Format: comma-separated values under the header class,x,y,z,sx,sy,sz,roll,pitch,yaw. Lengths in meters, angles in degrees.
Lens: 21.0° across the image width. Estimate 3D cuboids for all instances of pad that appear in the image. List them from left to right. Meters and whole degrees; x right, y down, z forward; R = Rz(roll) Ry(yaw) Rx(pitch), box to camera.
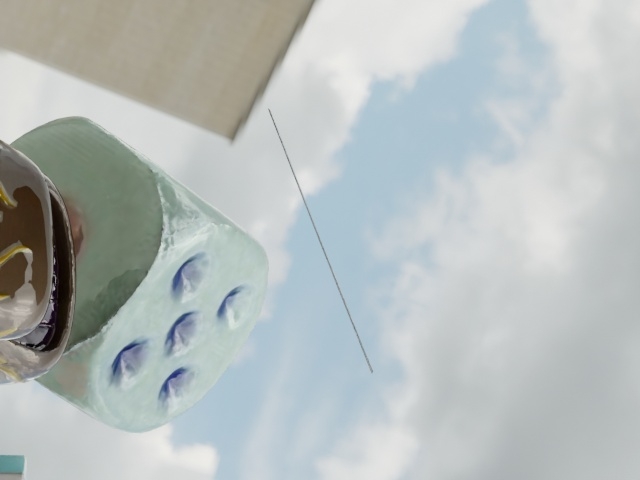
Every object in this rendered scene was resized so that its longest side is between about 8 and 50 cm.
class,x,y,z,sx,sy,sz,roll,pitch,yaw
pad,0.000,0.000,1.508,0.003,0.211,0.143,-22,-148,0

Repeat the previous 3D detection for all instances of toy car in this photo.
class,x,y,z,sx,sy,sz,roll,pitch,yaw
toy car,-0.318,0.015,1.505,0.240,0.340,0.271,-6,-102,26

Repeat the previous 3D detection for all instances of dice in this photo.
class,x,y,z,sx,sy,sz,roll,pitch,yaw
dice,-0.240,0.038,1.931,0.268,0.262,0.265,33,-94,29

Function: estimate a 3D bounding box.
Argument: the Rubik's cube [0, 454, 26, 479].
class,x,y,z,sx,sy,sz,roll,pitch,yaw
Rubik's cube,-0.211,0.176,1.096,0.073,0.084,0.075,3,-71,42
